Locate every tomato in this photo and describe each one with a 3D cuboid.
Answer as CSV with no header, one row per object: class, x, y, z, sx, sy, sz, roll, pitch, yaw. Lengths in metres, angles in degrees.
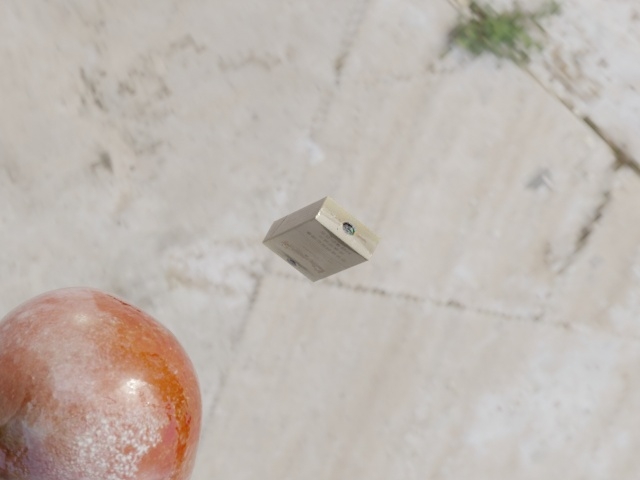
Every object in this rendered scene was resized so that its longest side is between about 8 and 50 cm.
tomato,-0.256,0.188,1.917,0.227,0.270,0.270,-18,126,-41

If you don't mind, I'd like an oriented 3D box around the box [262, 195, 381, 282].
box,0.000,0.000,1.353,0.053,0.083,0.024,39,63,-18
